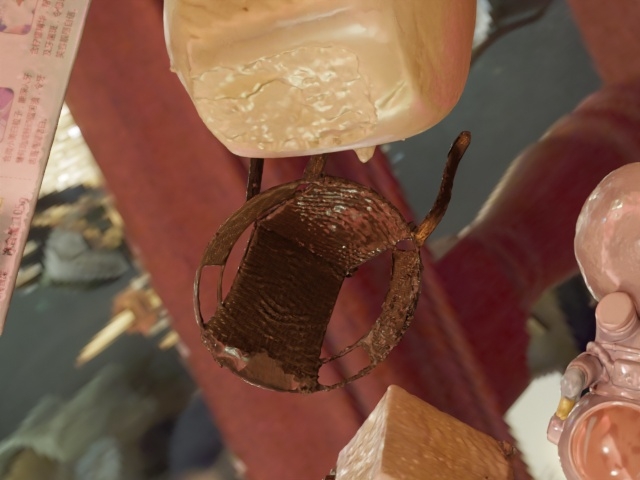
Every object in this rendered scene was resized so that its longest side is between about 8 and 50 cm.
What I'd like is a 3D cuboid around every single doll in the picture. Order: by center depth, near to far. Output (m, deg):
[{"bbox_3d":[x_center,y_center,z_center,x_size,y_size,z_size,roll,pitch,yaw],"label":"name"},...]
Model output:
[{"bbox_3d":[0.260,0.084,1.624,0.151,0.151,0.287,11,86,22],"label":"doll"}]

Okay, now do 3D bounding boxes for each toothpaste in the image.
[{"bbox_3d":[-0.182,-0.095,1.093,0.081,0.067,0.337,6,124,-21],"label":"toothpaste"}]

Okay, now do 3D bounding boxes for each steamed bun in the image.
[{"bbox_3d":[0.013,-0.142,1.107,0.170,0.239,0.153,-12,132,21],"label":"steamed bun"}]

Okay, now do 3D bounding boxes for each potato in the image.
[{"bbox_3d":[0.047,0.123,0.943,0.086,0.122,0.061,25,106,-2],"label":"potato"}]

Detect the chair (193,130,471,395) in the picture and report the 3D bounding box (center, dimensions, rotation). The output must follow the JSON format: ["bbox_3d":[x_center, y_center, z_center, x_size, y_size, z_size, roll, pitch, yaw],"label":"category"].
[{"bbox_3d":[0.000,0.000,1.510,0.174,0.213,0.149,30,148,-23],"label":"chair"}]
